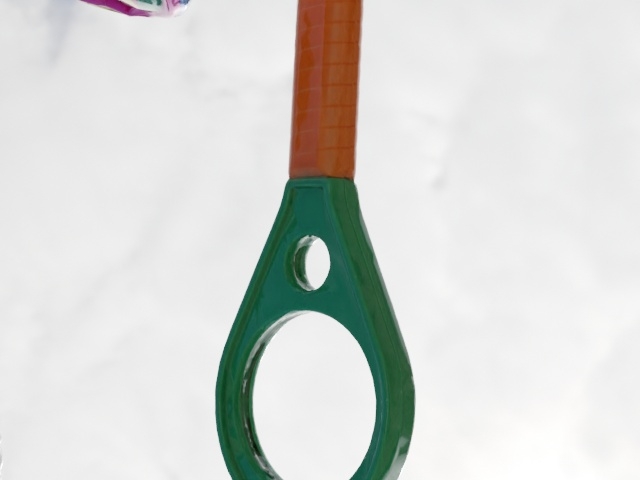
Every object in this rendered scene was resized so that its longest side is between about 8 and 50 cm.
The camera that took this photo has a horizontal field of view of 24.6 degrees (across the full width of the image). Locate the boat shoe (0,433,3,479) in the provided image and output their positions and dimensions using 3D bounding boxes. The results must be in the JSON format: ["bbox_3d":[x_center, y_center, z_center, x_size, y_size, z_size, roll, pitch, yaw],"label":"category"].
[{"bbox_3d":[-0.313,0.219,0.898,0.320,0.118,0.103,-44,-58,-45],"label":"boat shoe"}]

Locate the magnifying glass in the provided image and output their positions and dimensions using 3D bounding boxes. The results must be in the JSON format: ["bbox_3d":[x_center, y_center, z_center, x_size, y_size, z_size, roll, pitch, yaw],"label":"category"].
[{"bbox_3d":[0.000,0.000,0.585,0.026,0.092,0.231,4,-93,-49],"label":"magnifying glass"}]

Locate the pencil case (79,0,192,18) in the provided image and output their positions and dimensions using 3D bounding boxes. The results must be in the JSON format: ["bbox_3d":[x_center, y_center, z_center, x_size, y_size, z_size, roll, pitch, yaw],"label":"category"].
[{"bbox_3d":[-0.038,-0.186,0.490,0.104,0.104,0.236,33,-102,-26],"label":"pencil case"}]
